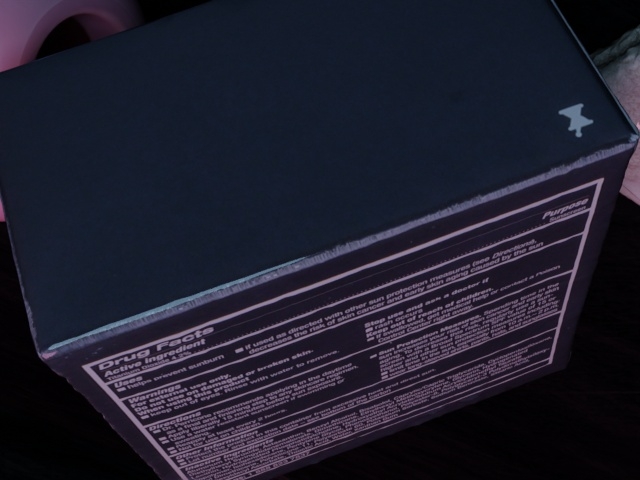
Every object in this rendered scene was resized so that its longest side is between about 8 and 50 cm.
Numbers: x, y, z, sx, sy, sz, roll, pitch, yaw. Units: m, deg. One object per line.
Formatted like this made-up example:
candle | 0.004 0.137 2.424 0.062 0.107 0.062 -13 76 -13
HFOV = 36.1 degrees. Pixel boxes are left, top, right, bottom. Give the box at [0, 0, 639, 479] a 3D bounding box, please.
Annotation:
box | 0.000 0.000 0.601 0.296 0.182 0.294 -20 152 -5

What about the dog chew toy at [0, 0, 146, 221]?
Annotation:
dog chew toy | -0.280 -0.133 0.681 0.332 0.206 0.206 15 156 30

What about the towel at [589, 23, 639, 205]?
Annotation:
towel | 0.260 -0.077 0.550 0.187 0.049 0.282 27 154 -14
